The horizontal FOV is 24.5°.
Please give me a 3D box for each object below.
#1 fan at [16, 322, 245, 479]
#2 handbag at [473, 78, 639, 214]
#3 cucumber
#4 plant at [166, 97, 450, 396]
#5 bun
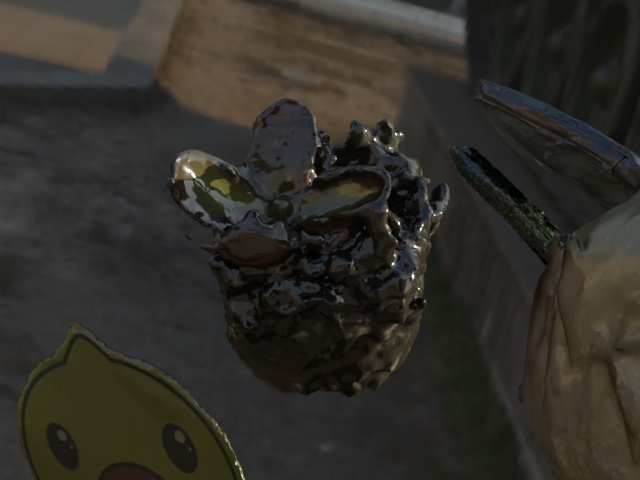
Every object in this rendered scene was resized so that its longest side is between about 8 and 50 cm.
[{"bbox_3d":[-0.129,0.215,1.121,0.229,0.335,0.011,-6,20,39],"label":"fan"},{"bbox_3d":[0.329,-0.093,1.807,0.191,0.075,0.332,38,1,-44],"label":"handbag"},{"bbox_3d":[0.257,-0.030,1.884,0.257,0.043,0.044,44,-22,-3],"label":"cucumber"},{"bbox_3d":[0.000,0.000,1.156,0.204,0.234,0.178,-1,44,4],"label":"plant"},{"bbox_3d":[0.225,0.056,0.853,0.205,0.281,0.281,37,22,16],"label":"bun"}]
